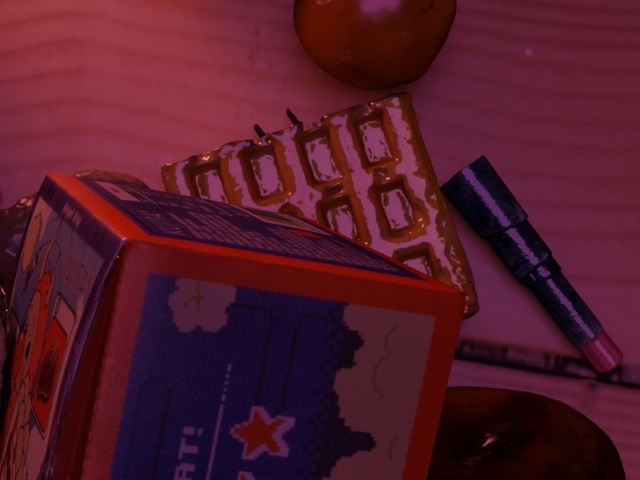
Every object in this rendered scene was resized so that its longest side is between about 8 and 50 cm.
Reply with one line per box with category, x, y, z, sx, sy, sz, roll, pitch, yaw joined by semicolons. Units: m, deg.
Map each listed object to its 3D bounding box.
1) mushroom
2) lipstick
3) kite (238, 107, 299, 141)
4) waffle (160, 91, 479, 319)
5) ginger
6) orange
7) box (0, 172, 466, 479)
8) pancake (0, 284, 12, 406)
mushroom;0.106;0.239;1.186;0.267;0.267;0.254;29;110;2
lipstick;0.206;0.025;1.305;0.053;0.053;0.234;-37;84;-11
kite;0.017;-0.028;1.323;0.127;0.016;0.229;-36;85;-14
waffle;0.000;0.000;1.280;0.248;0.055;0.221;-17;84;-3
ginger;-0.242;-0.020;1.281;0.173;0.051;0.069;-33;85;-9
orange;0.055;-0.212;1.302;0.159;0.159;0.136;-22;114;-9
box;-0.102;0.136;1.037;0.257;0.348;0.318;11;97;-21
pancake;-0.339;0.111;1.146;0.049;0.282;0.282;14;73;-40
